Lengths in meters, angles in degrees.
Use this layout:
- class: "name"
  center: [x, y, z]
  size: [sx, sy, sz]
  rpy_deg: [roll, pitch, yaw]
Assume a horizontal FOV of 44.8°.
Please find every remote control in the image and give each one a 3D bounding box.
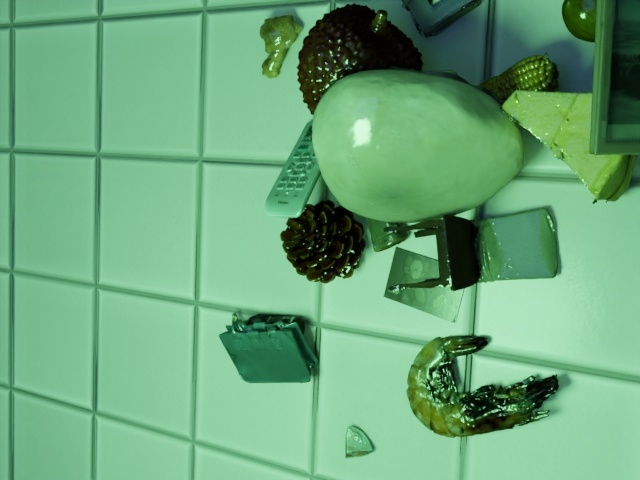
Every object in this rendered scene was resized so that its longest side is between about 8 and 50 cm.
- class: "remote control"
  center: [-0.035, -0.169, 1.829]
  size: [0.103, 0.051, 0.293]
  rpy_deg: [4, 56, 31]

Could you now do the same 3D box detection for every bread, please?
- class: "bread"
  center: [0.469, -0.181, 1.478]
  size: [0.236, 0.263, 0.198]
  rpy_deg: [16, 97, 26]

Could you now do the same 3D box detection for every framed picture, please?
- class: "framed picture"
  center: [0.670, -0.306, 1.306]
  size: [0.446, 0.028, 0.326]
  rpy_deg: [-2, 100, -9]

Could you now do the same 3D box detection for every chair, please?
- class: "chair"
  center: [0.315, 0.025, 1.640]
  size: [0.319, 0.186, 0.160]
  rpy_deg: [-7, 84, 34]

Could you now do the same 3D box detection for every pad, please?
- class: "pad"
  center: [0.241, 0.101, 1.793]
  size: [0.190, 0.004, 0.127]
  rpy_deg: [19, 103, 29]

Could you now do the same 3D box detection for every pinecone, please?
- class: "pinecone"
  center: [0.000, 0.000, 1.826]
  size: [0.207, 0.207, 0.208]
  rpy_deg: [3, 95, 31]

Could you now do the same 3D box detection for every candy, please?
- class: "candy"
  center: [0.200, -0.173, 1.598]
  size: [0.427, 0.386, 0.186]
  rpy_deg: [0, 53, 8]

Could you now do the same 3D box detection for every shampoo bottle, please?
- class: "shampoo bottle"
  center: [-0.141, 0.218, 2.006]
  size: [0.207, 0.057, 0.063]
  rpy_deg: [-1, 93, 31]

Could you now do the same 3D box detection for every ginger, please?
- class: "ginger"
  center: [-0.118, -0.489, 1.930]
  size: [0.096, 0.067, 0.165]
  rpy_deg: [31, 111, 3]

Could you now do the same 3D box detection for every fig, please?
- class: "fig"
  center: [0.581, -0.420, 1.502]
  size: [0.236, 0.124, 0.124]
  rpy_deg: [31, 111, 1]

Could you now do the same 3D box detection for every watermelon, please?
- class: "watermelon"
  center: [0.077, 0.496, 1.890]
  size: [0.085, 0.061, 0.085]
  rpy_deg: [7, 106, 27]

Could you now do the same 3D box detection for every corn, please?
- class: "corn"
  center: [0.357, -0.291, 1.637]
  size: [0.313, 0.102, 0.102]
  rpy_deg: [-24, 81, 34]

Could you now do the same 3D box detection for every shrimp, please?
- class: "shrimp"
  center: [0.343, 0.311, 1.715]
  size: [0.365, 0.071, 0.233]
  rpy_deg: [-24, 76, 36]

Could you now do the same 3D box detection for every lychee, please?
- class: "lychee"
  center: [0.082, -0.372, 1.698]
  size: [0.276, 0.275, 0.304]
  rpy_deg: [50, 141, 18]

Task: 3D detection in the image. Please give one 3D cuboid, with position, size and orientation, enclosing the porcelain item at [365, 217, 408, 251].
- class: "porcelain item"
  center: [0.122, -0.082, 1.813]
  size: [0.081, 0.069, 0.216]
  rpy_deg: [-33, 78, 42]

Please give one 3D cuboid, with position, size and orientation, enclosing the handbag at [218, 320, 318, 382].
- class: "handbag"
  center: [-0.132, 0.275, 1.959]
  size: [0.229, 0.062, 0.179]
  rpy_deg: [-8, 119, 32]

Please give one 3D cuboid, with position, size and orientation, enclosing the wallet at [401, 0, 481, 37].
- class: "wallet"
  center: [0.240, -0.581, 1.705]
  size: [0.170, 0.069, 0.231]
  rpy_deg: [-27, 81, 25]
